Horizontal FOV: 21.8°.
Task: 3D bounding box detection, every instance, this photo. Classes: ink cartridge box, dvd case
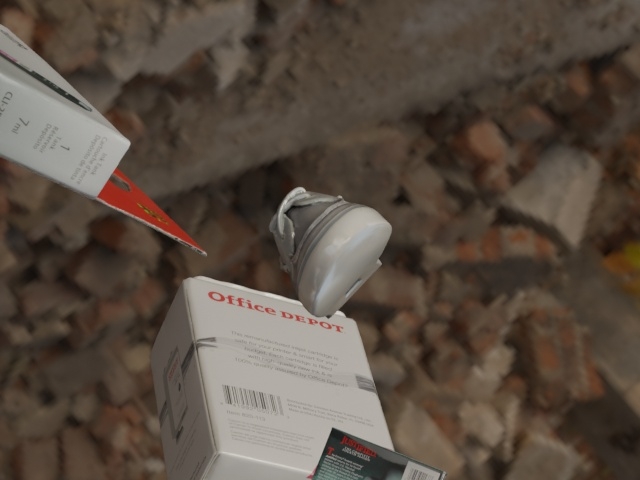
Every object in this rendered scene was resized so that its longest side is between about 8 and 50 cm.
[{"bbox_3d":[-0.049,0.181,1.687,0.207,0.283,0.117,15,120,-21],"label":"ink cartridge box"},{"bbox_3d":[0.025,0.197,1.125,0.013,0.087,0.119,38,72,-71],"label":"dvd case"},{"bbox_3d":[-0.220,-0.106,1.323,0.239,0.275,0.060,27,98,-38],"label":"ink cartridge box"}]

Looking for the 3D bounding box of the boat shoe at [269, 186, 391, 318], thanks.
[{"bbox_3d":[0.000,0.000,0.949,0.066,0.063,0.184,-48,174,1],"label":"boat shoe"}]
